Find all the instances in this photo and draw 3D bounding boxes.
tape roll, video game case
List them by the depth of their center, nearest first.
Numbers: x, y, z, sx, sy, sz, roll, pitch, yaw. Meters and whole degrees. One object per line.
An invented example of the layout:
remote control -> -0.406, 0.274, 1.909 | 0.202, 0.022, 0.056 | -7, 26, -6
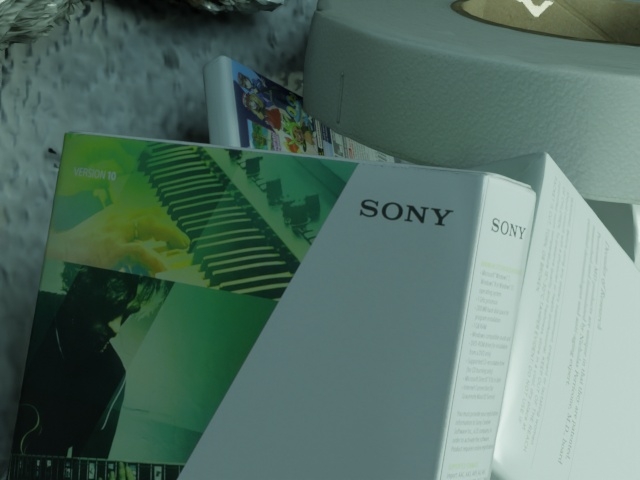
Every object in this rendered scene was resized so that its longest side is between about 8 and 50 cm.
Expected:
video game case -> 0.000, 0.000, 0.776 | 0.183, 0.023, 0.201 | 22, 53, -48
tape roll -> 0.184, -0.111, 0.790 | 0.392, 0.392, 0.072 | -10, 114, -37

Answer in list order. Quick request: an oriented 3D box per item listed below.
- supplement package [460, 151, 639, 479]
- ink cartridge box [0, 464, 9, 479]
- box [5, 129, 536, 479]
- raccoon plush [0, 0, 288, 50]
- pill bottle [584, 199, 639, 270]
supplement package -> 0.109, 0.116, 0.690 | 0.293, 0.177, 0.175 | 43, 50, -37
ink cartridge box -> -0.048, 0.144, 0.708 | 0.224, 0.056, 0.181 | 42, 53, -9
box -> -0.043, 0.117, 0.542 | 0.058, 0.232, 0.322 | 14, 85, -58
raccoon plush -> -0.169, -0.112, 0.653 | 0.446, 0.216, 0.299 | 9, 73, -31
pill bottle -> 0.292, -0.028, 0.935 | 0.301, 0.169, 0.169 | -9, 75, -37
